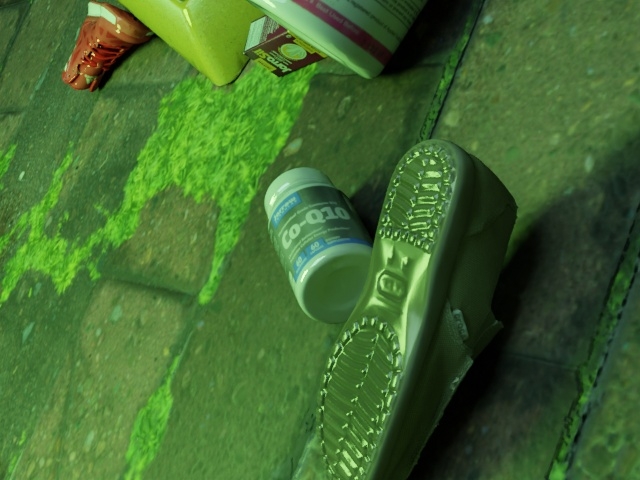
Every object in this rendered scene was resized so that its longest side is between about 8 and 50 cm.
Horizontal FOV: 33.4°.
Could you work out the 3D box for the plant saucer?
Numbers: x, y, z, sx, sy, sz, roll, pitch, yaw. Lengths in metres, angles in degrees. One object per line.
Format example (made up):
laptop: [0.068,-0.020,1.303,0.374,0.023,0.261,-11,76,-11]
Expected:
plant saucer: [-0.129,-0.399,1.288,0.332,0.081,0.333,-55,47,9]

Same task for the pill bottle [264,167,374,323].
pill bottle: [0.000,0.000,0.904,0.078,0.078,0.137,-49,36,17]

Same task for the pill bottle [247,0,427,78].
pill bottle: [0.060,-0.305,0.970,0.283,0.160,0.160,-56,34,7]

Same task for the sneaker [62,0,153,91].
sneaker: [-0.294,-0.259,1.483,0.128,0.087,0.221,-68,22,6]

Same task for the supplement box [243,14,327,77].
supplement box: [-0.033,-0.211,1.117,0.083,0.055,0.043,-14,56,48]

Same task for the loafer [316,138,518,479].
loafer: [0.075,0.065,0.756,0.102,0.092,0.268,38,114,57]
